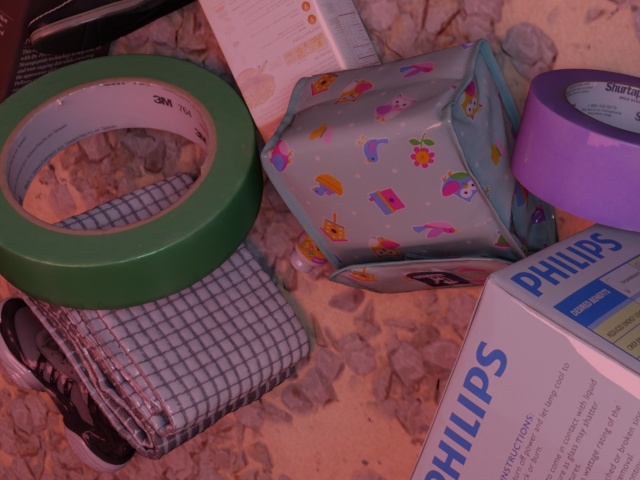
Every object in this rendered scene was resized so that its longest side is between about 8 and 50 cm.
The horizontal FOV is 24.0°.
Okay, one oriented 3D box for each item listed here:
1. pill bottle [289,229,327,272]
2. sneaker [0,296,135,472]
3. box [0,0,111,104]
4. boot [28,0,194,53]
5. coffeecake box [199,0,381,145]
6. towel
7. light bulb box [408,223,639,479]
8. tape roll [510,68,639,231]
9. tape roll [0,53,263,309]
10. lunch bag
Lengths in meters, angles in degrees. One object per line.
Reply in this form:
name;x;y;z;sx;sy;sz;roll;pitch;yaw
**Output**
pill bottle;0.000;0.000;1.674;0.043;0.043;0.083;50;128;12
sneaker;-0.302;0.158;1.922;0.268;0.101;0.153;52;128;4
box;-0.357;-0.260;1.772;0.167;0.168;0.203;36;123;23
boot;-0.238;-0.320;1.651;0.178;0.236;0.085;62;168;8
coffeecake box;-0.028;-0.210;1.608;0.142;0.068;0.185;-25;90;38
towel;-0.184;0.085;1.720;0.283;0.235;0.121;50;139;14
light bulb box;0.334;0.165;1.278;0.361;0.358;0.225;33;120;25
tape roll;0.271;-0.083;1.349;0.189;0.189;0.080;26;120;28
tape roll;-0.225;-0.071;1.643;0.321;0.321;0.077;26;147;28
lunch bag;0.101;-0.044;1.499;0.223;0.160;0.262;-7;129;31
